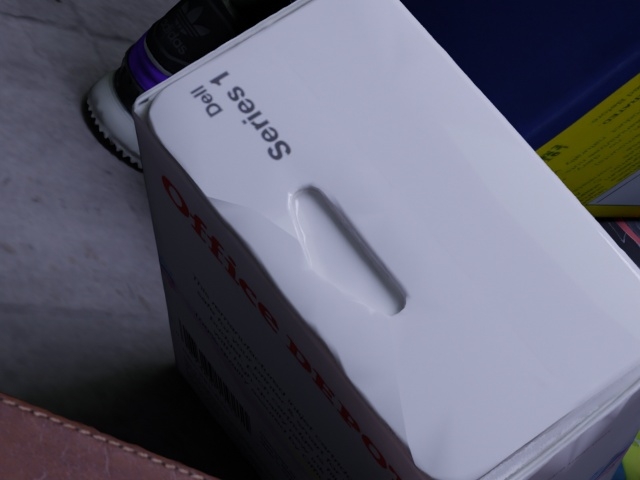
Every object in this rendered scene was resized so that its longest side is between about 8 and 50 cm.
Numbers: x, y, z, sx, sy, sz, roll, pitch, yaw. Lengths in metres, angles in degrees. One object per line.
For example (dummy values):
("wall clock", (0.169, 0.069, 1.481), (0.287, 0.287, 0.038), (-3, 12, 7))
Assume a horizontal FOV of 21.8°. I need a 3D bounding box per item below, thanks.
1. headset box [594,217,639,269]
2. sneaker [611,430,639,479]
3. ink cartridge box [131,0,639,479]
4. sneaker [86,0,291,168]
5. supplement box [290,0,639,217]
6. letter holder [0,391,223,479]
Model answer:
("headset box", (0.185, 0.045, 1.091), (0.293, 0.110, 0.218), (44, 27, 7))
("sneaker", (0.153, 0.119, 0.880), (0.126, 0.240, 0.091), (44, 68, -22))
("ink cartridge box", (0.029, 0.048, 0.716), (0.117, 0.278, 0.201), (-34, 70, -15))
("sneaker", (0.007, -0.100, 1.045), (0.293, 0.146, 0.102), (3, 44, -49))
("supplement box", (0.169, -0.141, 0.976), (0.356, 0.194, 0.195), (-1, 59, -55))
("letter holder", (-0.061, 0.198, 0.517), (0.301, 0.152, 0.214), (26, 32, -25))
